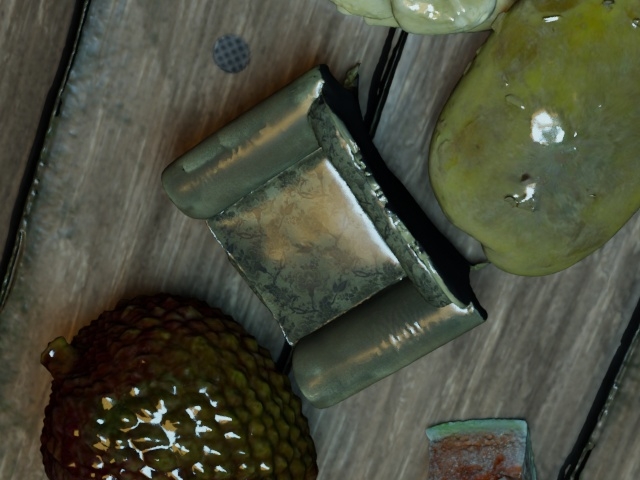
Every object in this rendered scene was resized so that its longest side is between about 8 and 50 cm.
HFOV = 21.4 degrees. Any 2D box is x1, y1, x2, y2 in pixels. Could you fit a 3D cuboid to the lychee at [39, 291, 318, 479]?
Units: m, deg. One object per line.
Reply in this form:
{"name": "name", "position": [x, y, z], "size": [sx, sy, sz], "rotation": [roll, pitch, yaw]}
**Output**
{"name": "lychee", "position": [-0.131, 0.168, 1.519], "size": [0.271, 0.236, 0.236], "rotation": [27, 111, -6]}

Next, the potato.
{"name": "potato", "position": [0.208, -0.107, 1.394], "size": [0.192, 0.141, 0.296], "rotation": [26, 103, -14]}

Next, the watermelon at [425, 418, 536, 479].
{"name": "watermelon", "position": [0.142, 0.213, 1.522], "size": [0.098, 0.158, 0.121], "rotation": [-20, 73, 19]}

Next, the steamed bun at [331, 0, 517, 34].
{"name": "steamed bun", "position": [0.093, -0.248, 1.401], "size": [0.192, 0.106, 0.177], "rotation": [19, 112, 6]}

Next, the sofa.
{"name": "sofa", "position": [0.000, 0.000, 1.459], "size": [0.200, 0.182, 0.258], "rotation": [-31, 97, 21]}
